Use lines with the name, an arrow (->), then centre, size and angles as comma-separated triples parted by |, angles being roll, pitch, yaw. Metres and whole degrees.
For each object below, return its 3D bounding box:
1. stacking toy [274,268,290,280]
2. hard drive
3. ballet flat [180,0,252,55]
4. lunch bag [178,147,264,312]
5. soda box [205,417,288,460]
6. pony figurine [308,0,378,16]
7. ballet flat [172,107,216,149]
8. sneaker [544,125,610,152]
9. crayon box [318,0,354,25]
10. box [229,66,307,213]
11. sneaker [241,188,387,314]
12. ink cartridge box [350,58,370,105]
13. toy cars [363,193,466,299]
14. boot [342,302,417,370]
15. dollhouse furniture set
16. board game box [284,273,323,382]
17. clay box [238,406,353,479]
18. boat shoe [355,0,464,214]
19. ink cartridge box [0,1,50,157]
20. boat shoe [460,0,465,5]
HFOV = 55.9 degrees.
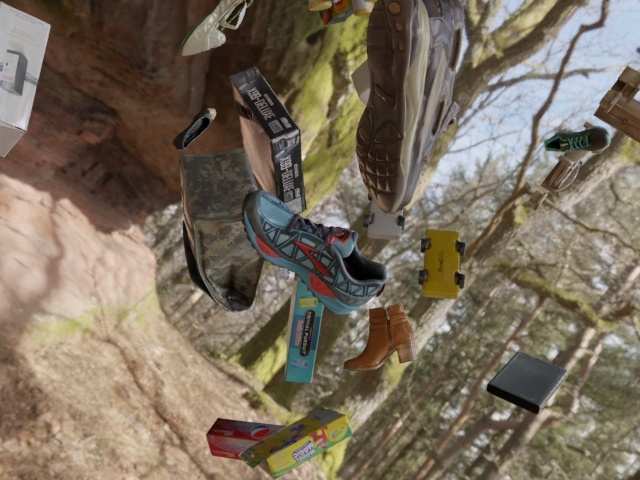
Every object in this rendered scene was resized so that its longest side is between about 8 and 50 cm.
stacking toy -> -0.126, 0.006, 1.933 | 0.167, 0.052, 0.221 | 116, -35, -63
hard drive -> 0.368, 0.250, 1.072 | 0.094, 0.135, 0.022 | 20, -60, 34
ballet flat -> -0.266, -0.567, 1.585 | 0.086, 0.248, 0.086 | 34, -10, 7
lunch bag -> -0.208, -0.014, 1.284 | 0.235, 0.169, 0.287 | -111, -163, -45
soda box -> -0.214, 0.619, 1.859 | 0.263, 0.083, 0.092 | 0, -66, 19
pony figurine -> 0.022, -0.592, 1.037 | 0.303, 0.351, 0.363 | -2, -77, 32
ballet flat -> -0.356, -0.318, 1.739 | 0.049, 0.173, 0.057 | 23, -27, 30
sneaker -> 0.611, -0.233, 1.447 | 0.166, 0.076, 0.065 | 7, -61, 62
crayon box -> 0.034, -0.774, 1.623 | 0.202, 0.081, 0.318 | -11, -78, 58
box -> -0.128, -0.234, 1.507 | 0.242, 0.077, 0.307 | 58, -16, 31
sneaker -> 0.000, 0.000, 0.920 | 0.262, 0.104, 0.125 | 40, -48, -23
ink cartridge box -> 0.243, -0.473, 2.054 | 0.283, 0.117, 0.207 | 40, 23, -29
toy cars -> 0.219, 0.003, 1.442 | 0.393, 0.177, 0.087 | 50, -23, 35
boot -> 0.139, 0.248, 1.534 | 0.073, 0.197, 0.152 | 89, -12, -78
dollhouse furniture set -> 0.771, -0.235, 1.656 | 0.174, 0.355, 0.303 | 37, -10, 16
board game box -> -0.041, 0.186, 1.695 | 0.079, 0.336, 0.253 | 7, 27, -4
clay box -> -0.055, 0.434, 1.285 | 0.053, 0.222, 0.127 | 67, -23, -2
boat shoe -> 0.141, -0.184, 0.877 | 0.355, 0.130, 0.132 | 94, -27, -46
ink cartridge box -> -0.563, -0.276, 1.064 | 0.092, 0.217, 0.159 | 19, -23, -36
boat shoe -> 0.277, -0.553, 1.515 | 0.114, 0.302, 0.091 | 23, 26, -24
